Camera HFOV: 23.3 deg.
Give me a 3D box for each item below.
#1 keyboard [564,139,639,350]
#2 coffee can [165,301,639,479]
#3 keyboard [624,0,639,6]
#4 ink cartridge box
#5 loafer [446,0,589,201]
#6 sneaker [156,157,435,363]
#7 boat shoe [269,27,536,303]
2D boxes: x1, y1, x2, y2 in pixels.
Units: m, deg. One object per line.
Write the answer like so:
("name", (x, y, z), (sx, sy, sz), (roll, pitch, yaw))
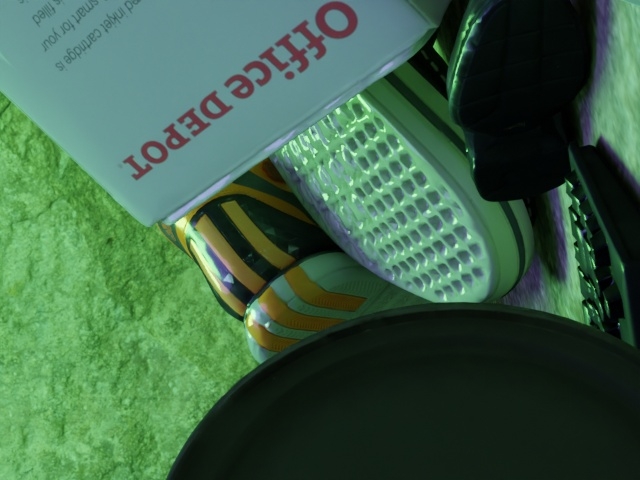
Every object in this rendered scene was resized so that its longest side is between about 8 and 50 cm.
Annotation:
("keyboard", (0.154, 0.131, 0.685), (0.201, 0.033, 0.317), (-109, 4, -59))
("coffee can", (0.056, 0.187, 0.595), (0.275, 0.201, 0.201), (82, 173, -48))
("keyboard", (0.014, -0.136, 0.537), (0.256, 0.014, 0.072), (28, 172, 34))
("ink cartridge box", (-0.104, -0.184, 0.737), (0.306, 0.226, 0.131), (44, -136, -17))
("loafer", (0.081, -0.078, 0.689), (0.170, 0.062, 0.061), (83, 177, -66))
("sneaker", (0.000, 0.000, 1.108), (0.180, 0.124, 0.321), (50, -169, 23))
("boat shoe", (0.006, -0.148, 1.002), (0.500, 0.156, 0.187), (51, 159, 44))
